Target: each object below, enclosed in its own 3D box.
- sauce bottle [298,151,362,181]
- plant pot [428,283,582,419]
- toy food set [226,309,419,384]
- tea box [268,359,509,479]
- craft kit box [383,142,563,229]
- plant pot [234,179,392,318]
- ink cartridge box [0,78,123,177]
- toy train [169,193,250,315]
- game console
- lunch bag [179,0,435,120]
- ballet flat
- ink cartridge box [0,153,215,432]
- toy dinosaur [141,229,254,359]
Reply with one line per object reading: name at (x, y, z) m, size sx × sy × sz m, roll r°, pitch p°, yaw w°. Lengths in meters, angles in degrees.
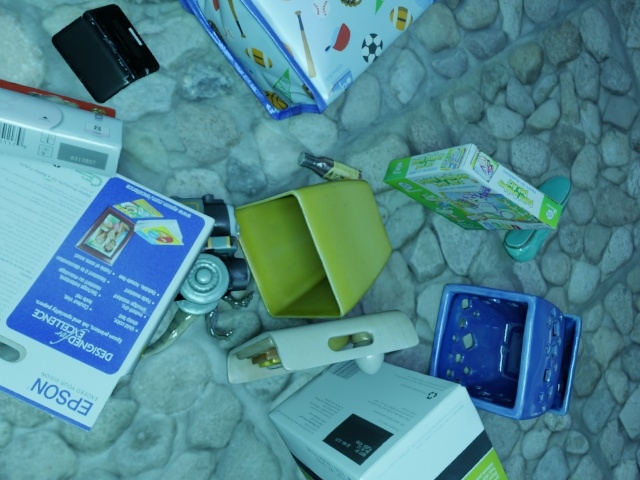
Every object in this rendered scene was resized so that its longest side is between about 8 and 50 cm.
sauce bottle at (0.018, -0.136, 1.055) m, size 0.128 × 0.042 × 0.042 m, roll 16°, pitch 82°, yaw -23°
plant pot at (0.390, 0.229, 1.136) m, size 0.212 × 0.236 × 0.236 m, roll 15°, pitch 83°, yaw -33°
toy food set at (-0.011, 0.192, 0.895) m, size 0.219 × 0.306 × 0.093 m, roll -6°, pitch 75°, yaw -26°
tea box at (0.127, 0.402, 0.939) m, size 0.220 × 0.329 × 0.324 m, roll -32°, pitch 104°, yaw -24°
craft kit box at (0.290, -0.094, 1.075) m, size 0.246 × 0.250 × 0.061 m, roll 29°, pitch 78°, yaw -23°
plant pot at (0.000, 0.000, 0.962) m, size 0.187 × 0.212 × 0.212 m, roll -27°, pitch 101°, yaw -37°
ink cartridge box at (-0.374, -0.182, 0.757) m, size 0.189 × 0.232 × 0.066 m, roll 12°, pitch 124°, yaw -26°
toy train at (-0.276, 0.019, 0.829) m, size 0.333 × 0.142 × 0.190 m, roll -3°, pitch 74°, yaw -18°
game console at (-0.344, -0.303, 0.890) m, size 0.122 × 0.071 × 0.107 m, roll 56°, pitch 37°, yaw -16°
lunch bag at (-0.053, -0.454, 0.919) m, size 0.328 × 0.239 × 0.385 m, roll -49°, pitch 116°, yaw -17°
ballet flat at (0.513, -0.044, 1.292) m, size 0.247 × 0.083 × 0.087 m, roll -48°, pitch 133°, yaw -19°
ink cartridge box at (-0.339, 0.037, 0.696) m, size 0.303 × 0.072 × 0.307 m, roll 26°, pitch 63°, yaw -2°
toy dinosaur at (-0.186, 0.105, 0.937) m, size 0.118 × 0.064 × 0.268 m, roll 31°, pitch 76°, yaw -8°
